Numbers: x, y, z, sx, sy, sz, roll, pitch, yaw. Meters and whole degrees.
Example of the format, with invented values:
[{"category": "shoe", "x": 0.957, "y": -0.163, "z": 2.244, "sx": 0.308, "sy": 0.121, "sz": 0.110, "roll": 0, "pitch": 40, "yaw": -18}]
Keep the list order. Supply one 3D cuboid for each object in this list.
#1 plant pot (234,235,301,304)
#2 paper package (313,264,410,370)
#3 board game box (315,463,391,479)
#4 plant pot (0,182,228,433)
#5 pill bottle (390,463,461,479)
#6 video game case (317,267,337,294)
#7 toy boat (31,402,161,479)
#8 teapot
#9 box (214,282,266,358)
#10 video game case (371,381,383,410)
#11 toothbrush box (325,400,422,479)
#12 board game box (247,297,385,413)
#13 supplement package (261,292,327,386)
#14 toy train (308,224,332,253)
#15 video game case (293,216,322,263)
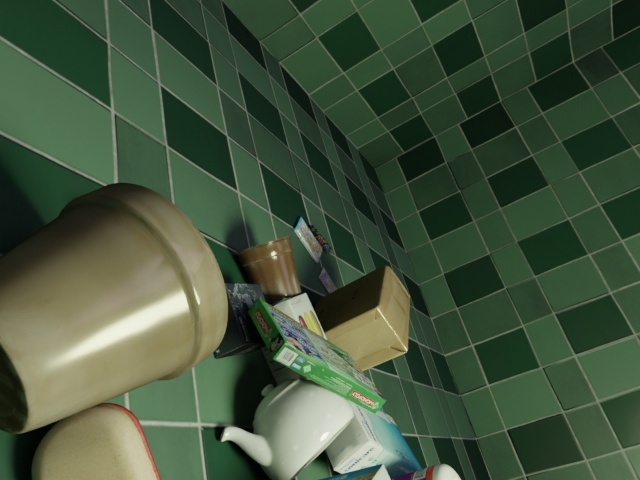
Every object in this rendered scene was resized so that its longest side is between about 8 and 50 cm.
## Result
[{"category": "plant pot", "x": -0.138, "y": 0.090, "z": 1.438, "sx": 0.167, "sy": 0.167, "sz": 0.165, "roll": -11, "pitch": 82, "yaw": -70}, {"category": "paper package", "x": 0.115, "y": 0.261, "z": 1.609, "sx": 0.168, "sy": 0.310, "sz": 0.325, "roll": 56, "pitch": 20, "yaw": -12}, {"category": "board game box", "x": -0.007, "y": 0.566, "z": 0.960, "sx": 0.303, "sy": 0.224, "sz": 0.097, "roll": -17, "pitch": 79, "yaw": -59}, {"category": "plant pot", "x": -0.345, "y": 0.105, "z": 0.722, "sx": 0.280, "sy": 0.323, "sz": 0.323, "roll": -34, "pitch": 97, "yaw": -54}, {"category": "pill bottle", "x": 0.201, "y": 0.685, "z": 1.258, "sx": 0.181, "sy": 0.323, "sz": 0.181, "roll": 51, "pitch": 23, "yaw": -31}, {"category": "video game case", "x": 0.031, "y": 0.172, "z": 1.960, "sx": 0.122, "sy": 0.011, "sz": 0.087, "roll": 58, "pitch": 20, "yaw": -12}, {"category": "toy boat", "x": -0.305, "y": 0.351, "z": 0.737, "sx": 0.151, "sy": 0.151, "sz": 0.231, "roll": 120, "pitch": -53, "yaw": -77}, {"category": "teapot", "x": -0.058, "y": 0.399, "z": 1.149, "sx": 0.187, "sy": 0.252, "sz": 0.256, "roll": 45, "pitch": -5, "yaw": 19}, {"category": "box", "x": -0.198, "y": 0.191, "z": 1.235, "sx": 0.158, "sy": 0.093, "sz": 0.155, "roll": 12, "pitch": 54, "yaw": -64}, {"category": "video game case", "x": 0.175, "y": 0.587, "z": 1.776, "sx": 0.173, "sy": 0.022, "sz": 0.190, "roll": 29, "pitch": 37, "yaw": -57}, {"category": "toothbrush box", "x": 0.125, "y": 0.555, "z": 1.416, "sx": 0.295, "sy": 0.126, "sz": 0.216, "roll": 44, "pitch": 7, "yaw": -37}, {"category": "board game box", "x": -0.010, "y": 0.267, "z": 1.179, "sx": 0.317, "sy": 0.046, "sz": 0.213, "roll": 37, "pitch": 2, "yaw": -29}, {"category": "supplement package", "x": -0.067, "y": 0.285, "z": 1.379, "sx": 0.244, "sy": 0.134, "sz": 0.139, "roll": 65, "pitch": 19, "yaw": 5}, {"category": "toy train", "x": 0.000, "y": 0.000, "z": 2.079, "sx": 0.158, "sy": 0.027, "sz": 0.036, "roll": 52, "pitch": 26, "yaw": -28}, {"category": "video game case", "x": -0.047, "y": -0.003, "z": 1.983, "sx": 0.166, "sy": 0.015, "sz": 0.119, "roll": 57, "pitch": 21, "yaw": -17}]
